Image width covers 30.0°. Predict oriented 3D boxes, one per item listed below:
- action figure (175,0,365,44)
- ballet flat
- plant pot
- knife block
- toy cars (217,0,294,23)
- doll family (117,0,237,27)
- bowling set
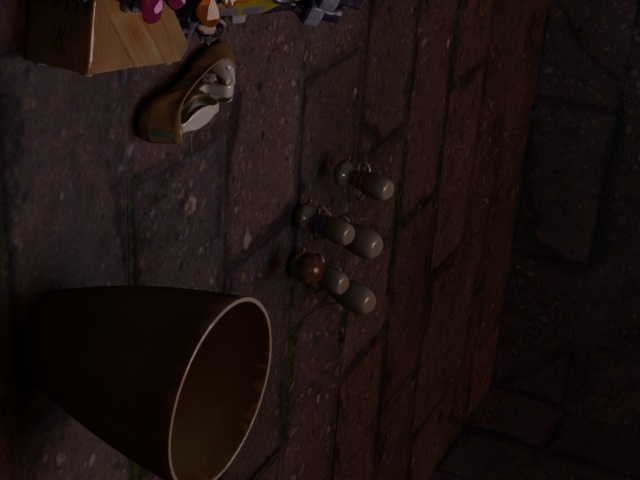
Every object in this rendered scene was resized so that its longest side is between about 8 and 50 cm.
[{"bbox_3d":[-0.089,-0.327,1.561,0.285,0.099,0.185,-5,156,-33],"label":"action figure"},{"bbox_3d":[-0.158,-0.193,1.610,0.232,0.073,0.080,-53,150,-43],"label":"ballet flat"},{"bbox_3d":[-0.224,0.150,1.441,0.237,0.254,0.237,-47,145,-49],"label":"plant pot"},{"bbox_3d":[-0.241,-0.310,1.309,0.276,0.088,0.242,-25,128,-61],"label":"knife block"},{"bbox_3d":[-0.037,-0.367,1.443,0.393,0.176,0.087,-46,165,-30],"label":"toy cars"},{"bbox_3d":[-0.125,-0.289,1.235,0.263,0.163,0.118,-35,138,-15],"label":"doll family"},{"bbox_3d":[0.000,0.000,2.081,0.200,0.154,0.287,-10,117,-46],"label":"bowling set"}]
